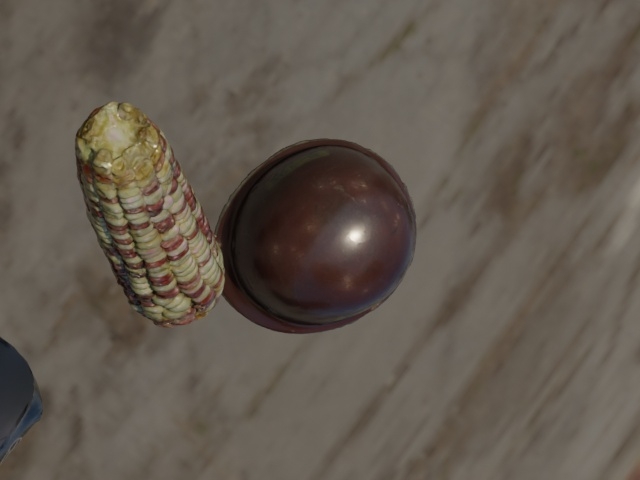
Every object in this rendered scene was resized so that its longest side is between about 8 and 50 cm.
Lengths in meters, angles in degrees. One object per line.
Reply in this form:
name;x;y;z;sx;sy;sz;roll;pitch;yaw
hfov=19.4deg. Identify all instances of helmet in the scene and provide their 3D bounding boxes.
helmet;0.000;0.000;1.479;0.175;0.155;0.106;-20;-175;-5

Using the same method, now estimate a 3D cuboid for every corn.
corn;-0.110;-0.013;1.198;0.079;0.079;0.237;-51;161;-15

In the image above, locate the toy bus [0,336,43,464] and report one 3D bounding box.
toy bus;-0.362;0.199;1.518;0.147;0.127;0.303;-37;-169;48
